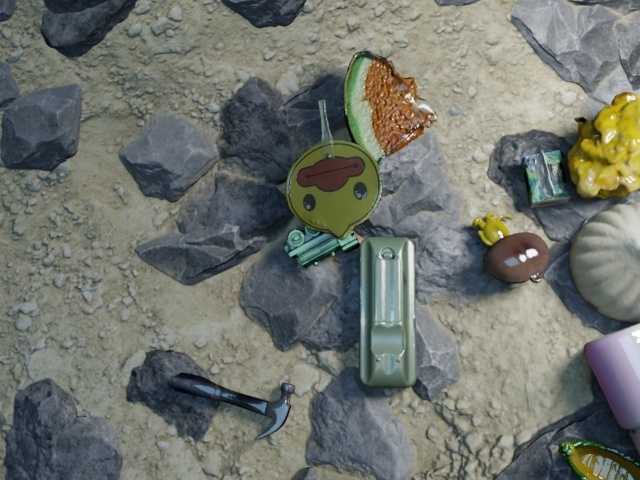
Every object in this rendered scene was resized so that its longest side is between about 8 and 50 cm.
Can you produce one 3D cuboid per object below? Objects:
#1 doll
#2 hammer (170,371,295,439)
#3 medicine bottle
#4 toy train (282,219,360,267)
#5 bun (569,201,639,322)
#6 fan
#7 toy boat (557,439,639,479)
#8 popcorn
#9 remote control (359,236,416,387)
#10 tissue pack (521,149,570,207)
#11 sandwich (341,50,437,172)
[{"bbox_3d":[0.418,0.016,1.419,0.145,0.096,0.188,-4,51,-4],"label":"doll"},{"bbox_3d":[-0.211,0.365,1.495,0.289,0.037,0.137,12,79,13],"label":"hammer"},{"bbox_3d":[0.639,0.297,1.276,0.152,0.152,0.255,-23,76,6],"label":"medicine bottle"},{"bbox_3d":[0.000,0.000,1.515,0.170,0.071,0.111,-29,81,5],"label":"toy train"},{"bbox_3d":[0.652,0.035,1.319,0.263,0.175,0.263,-2,79,10],"label":"bun"},{"bbox_3d":[0.021,-0.163,1.478,0.229,0.011,0.335,-12,78,18],"label":"fan"},{"bbox_3d":[0.578,0.458,1.286,0.229,0.088,0.089,22,83,16],"label":"toy boat"},{"bbox_3d":[0.633,-0.197,1.364,0.191,0.190,0.254,16,78,6],"label":"popcorn"},{"bbox_3d":[0.149,0.157,1.446,0.128,0.065,0.335,0,78,2],"label":"remote control"},{"bbox_3d":[0.497,-0.137,1.434,0.085,0.079,0.111,-9,77,11],"label":"tissue pack"},{"bbox_3d":[0.148,-0.308,1.532,0.212,0.109,0.292,-24,77,-1],"label":"sandwich"}]
